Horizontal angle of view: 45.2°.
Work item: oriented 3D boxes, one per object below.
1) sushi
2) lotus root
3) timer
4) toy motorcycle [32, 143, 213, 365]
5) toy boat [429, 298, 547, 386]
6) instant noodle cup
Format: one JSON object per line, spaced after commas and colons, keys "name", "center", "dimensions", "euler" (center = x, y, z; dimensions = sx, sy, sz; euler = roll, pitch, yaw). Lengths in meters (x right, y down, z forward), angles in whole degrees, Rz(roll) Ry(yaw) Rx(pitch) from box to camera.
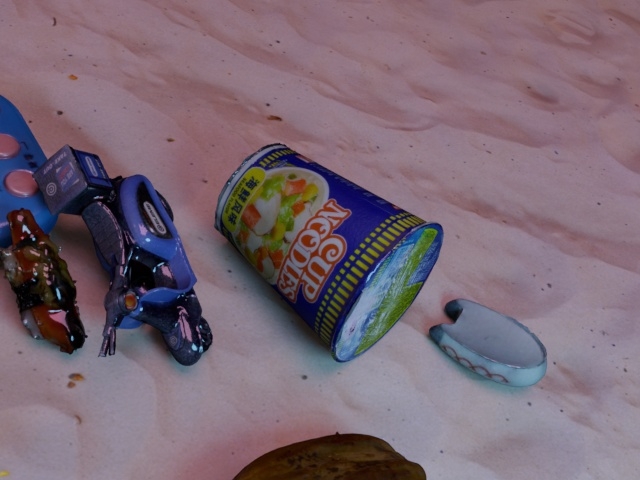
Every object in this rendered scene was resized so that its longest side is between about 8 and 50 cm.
{"name": "sushi", "center": [-0.412, 0.063, 1.131], "dimensions": [0.103, 0.097, 0.226], "euler": [-16, 96, 4]}
{"name": "lotus root", "center": [-0.006, 0.368, 1.024], "dimensions": [0.291, 0.193, 0.193], "euler": [-5, 55, -28]}
{"name": "timer", "center": [-0.594, -0.100, 1.200], "dimensions": [0.309, 0.115, 0.340], "euler": [-19, 61, -35]}
{"name": "toy motorcycle", "center": [-0.289, 0.034, 1.171], "dimensions": [0.358, 0.125, 0.213], "euler": [60, 20, 17]}
{"name": "toy boat", "center": [0.295, 0.188, 1.353], "dimensions": [0.208, 0.078, 0.134], "euler": [26, 39, 15]}
{"name": "instant noodle cup", "center": [0.000, 0.000, 1.272], "dimensions": [0.312, 0.284, 0.284], "euler": [37, 49, 22]}
